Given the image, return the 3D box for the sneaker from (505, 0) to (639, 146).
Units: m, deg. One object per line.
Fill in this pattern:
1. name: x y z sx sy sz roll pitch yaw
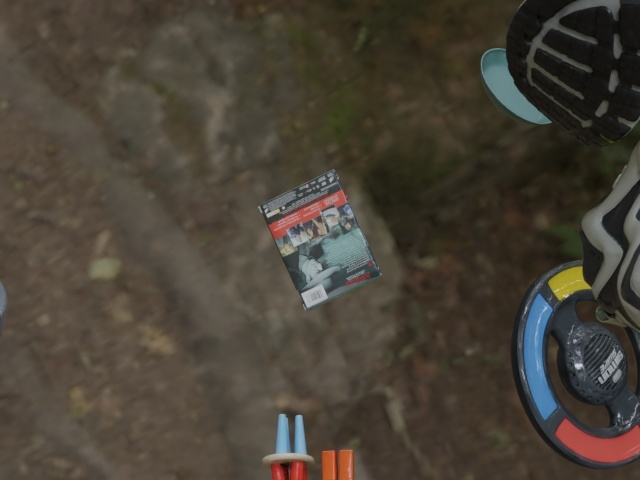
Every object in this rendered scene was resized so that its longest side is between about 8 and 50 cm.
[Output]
1. sneaker: 0.212 -0.178 1.076 0.111 0.300 0.121 41 52 16

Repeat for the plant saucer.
1. plant saucer: 0.240 -0.184 2.089 0.119 0.021 0.119 23 43 -23

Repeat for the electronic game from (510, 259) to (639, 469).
1. electronic game: 0.297 0.134 1.848 0.229 0.048 0.229 10 72 -34

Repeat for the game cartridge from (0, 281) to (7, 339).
1. game cartridge: -0.366 0.049 1.434 0.198 0.297 0.062 15 97 -16

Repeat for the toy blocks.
1. toy blocks: -0.007 0.234 1.634 0.054 0.123 0.148 16 64 -41

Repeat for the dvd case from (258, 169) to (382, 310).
1. dvd case: 0.000 0.000 1.719 0.119 0.087 0.013 65 9 11

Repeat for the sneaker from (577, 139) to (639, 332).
1. sneaker: 0.240 -0.041 1.199 0.094 0.153 0.235 11 79 -17
